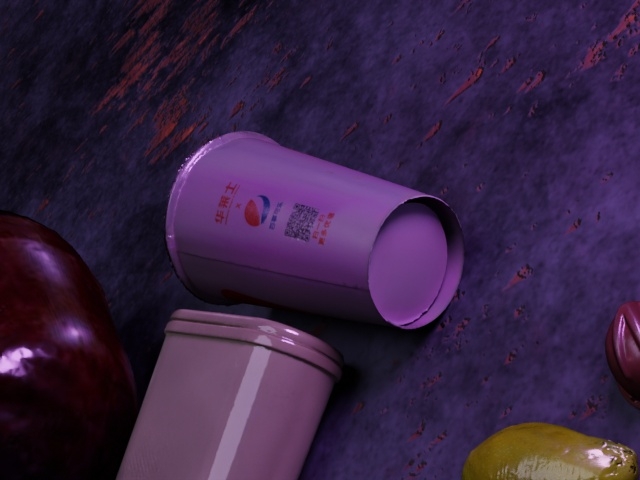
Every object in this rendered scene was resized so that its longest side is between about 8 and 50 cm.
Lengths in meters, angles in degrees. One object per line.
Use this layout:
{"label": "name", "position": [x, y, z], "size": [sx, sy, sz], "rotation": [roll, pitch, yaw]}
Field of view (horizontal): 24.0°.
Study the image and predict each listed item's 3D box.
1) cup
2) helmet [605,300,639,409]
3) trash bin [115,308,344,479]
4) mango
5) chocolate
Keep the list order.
{"label": "cup", "position": [0.000, 0.000, 1.557], "size": [0.288, 0.203, 0.203], "rotation": [13, 73, 48]}
{"label": "helmet", "position": [0.268, 0.083, 1.258], "size": [0.089, 0.057, 0.111], "rotation": [-34, 41, 32]}
{"label": "trash bin", "position": [-0.105, 0.208, 1.563], "size": [0.243, 0.121, 0.247], "rotation": [1, 67, 51]}
{"label": "mango", "position": [0.188, 0.192, 1.253], "size": [0.165, 0.074, 0.091], "rotation": [-15, 50, 43]}
{"label": "chocolate", "position": [-0.390, 0.193, 1.728], "size": [0.383, 0.384, 0.331], "rotation": [-45, 43, 17]}
